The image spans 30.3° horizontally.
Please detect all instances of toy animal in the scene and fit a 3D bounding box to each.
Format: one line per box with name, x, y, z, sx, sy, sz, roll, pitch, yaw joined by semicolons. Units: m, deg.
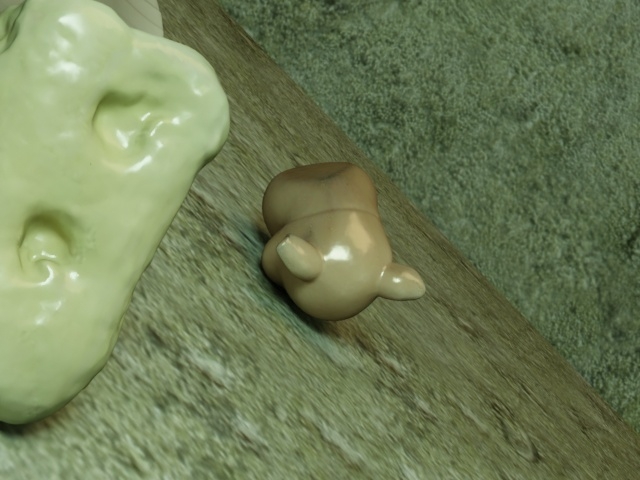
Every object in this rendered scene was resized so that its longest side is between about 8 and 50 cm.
toy animal;0.011;-0.005;1.373;0.166;0.154;0.250;-3;30;-11

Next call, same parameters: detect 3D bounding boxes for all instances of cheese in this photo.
cheese;-0.202;-0.013;0.782;0.173;0.251;0.248;25;-15;-26

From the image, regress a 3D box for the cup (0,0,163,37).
cup;-0.303;-0.177;0.912;0.273;0.288;0.208;28;58;-57
